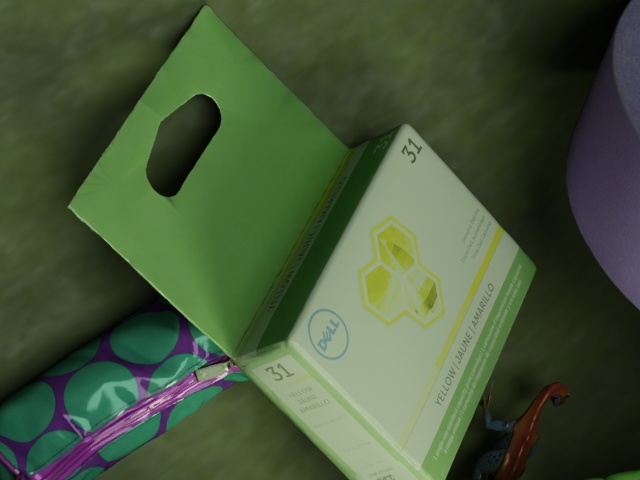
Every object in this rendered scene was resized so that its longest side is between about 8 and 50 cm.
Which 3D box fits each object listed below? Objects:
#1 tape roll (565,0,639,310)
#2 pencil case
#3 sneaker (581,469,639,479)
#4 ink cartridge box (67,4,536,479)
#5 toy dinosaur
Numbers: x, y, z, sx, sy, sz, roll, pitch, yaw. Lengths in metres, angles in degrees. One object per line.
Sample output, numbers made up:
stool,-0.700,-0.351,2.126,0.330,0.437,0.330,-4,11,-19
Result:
tape roll,0.278,-0.039,1.093,0.275,0.275,0.090,-7,138,-23
pencil case,-0.104,0.082,1.038,0.152,0.070,0.064,-34,119,-16
sneaker,0.291,0.202,1.031,0.483,0.185,0.202,-15,67,11
ink cartridge box,0.000,0.000,1.050,0.235,0.056,0.171,47,48,-21
toy dinosaur,0.116,0.121,1.141,0.047,0.090,0.082,24,118,-35
